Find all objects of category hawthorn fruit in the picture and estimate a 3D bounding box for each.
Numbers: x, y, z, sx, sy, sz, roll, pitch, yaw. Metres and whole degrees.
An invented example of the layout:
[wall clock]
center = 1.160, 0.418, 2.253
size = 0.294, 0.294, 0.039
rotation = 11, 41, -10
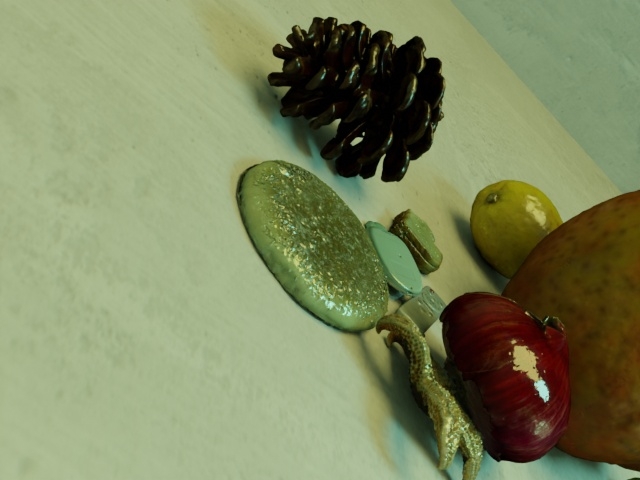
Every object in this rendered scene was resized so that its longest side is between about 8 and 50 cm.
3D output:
[hawthorn fruit]
center = 0.530, 0.146, 1.438
size = 0.472, 0.472, 0.471
rotation = 40, 28, -26

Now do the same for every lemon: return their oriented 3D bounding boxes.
[lemon]
center = 0.369, -0.015, 1.703
size = 0.207, 0.170, 0.170
rotation = 52, 24, -19

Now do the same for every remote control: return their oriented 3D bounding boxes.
[remote control]
center = 0.145, 0.103, 1.323
size = 0.050, 0.027, 0.184
rotation = 49, 20, 7

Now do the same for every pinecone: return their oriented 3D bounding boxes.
[pinecone]
center = 0.061, -0.213, 1.379
size = 0.309, 0.244, 0.244
rotation = 20, 38, -26

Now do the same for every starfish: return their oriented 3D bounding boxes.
[starfish]
center = 0.141, 0.194, 1.122
size = 0.216, 0.071, 0.238
rotation = 54, 14, -15

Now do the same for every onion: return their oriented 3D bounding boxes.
[onion]
center = 0.242, 0.177, 1.198
size = 0.248, 0.161, 0.248
rotation = -5, 90, -82

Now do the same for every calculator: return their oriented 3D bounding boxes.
[calculator]
center = 0.104, 0.023, 1.344
size = 0.095, 0.021, 0.153
rotation = 23, 33, -38

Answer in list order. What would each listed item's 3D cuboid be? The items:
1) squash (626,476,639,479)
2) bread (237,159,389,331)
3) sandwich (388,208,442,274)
[squash]
center = 0.563, 0.482, 1.503
size = 0.066, 0.066, 0.201
rotation = -6, 65, -62
[bread]
center = 0.000, 0.000, 1.188
size = 0.267, 0.040, 0.267
rotation = 39, 28, -26
[sandwich]
center = 0.156, 0.002, 1.458
size = 0.105, 0.036, 0.093
rotation = 52, 24, -4
